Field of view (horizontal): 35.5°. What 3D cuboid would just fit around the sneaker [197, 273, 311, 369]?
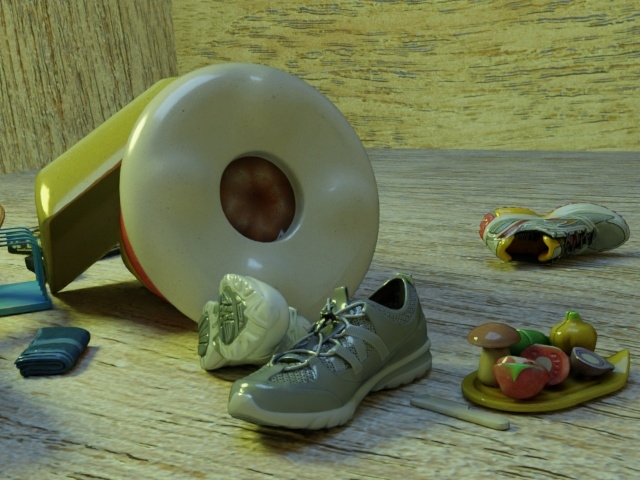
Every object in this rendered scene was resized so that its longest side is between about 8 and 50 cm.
[{"bbox_3d":[-0.057,0.087,1.058,0.115,0.090,0.232,3,-11,-17],"label":"sneaker"}]

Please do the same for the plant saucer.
[{"bbox_3d":[-0.298,-0.095,1.478,0.333,0.081,0.333,-42,-6,-23],"label":"plant saucer"}]

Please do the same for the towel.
[{"bbox_3d":[-0.317,0.130,1.194,0.067,0.029,0.119,-3,10,-1],"label":"towel"}]

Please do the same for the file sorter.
[{"bbox_3d":[-0.478,0.044,1.505,0.118,0.104,0.170,-7,11,-19],"label":"file sorter"}]

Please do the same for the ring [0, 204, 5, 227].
[{"bbox_3d":[-0.582,0.051,1.383,0.337,0.032,0.336,-23,26,12],"label":"ring"}]

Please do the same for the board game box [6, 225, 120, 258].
[{"bbox_3d":[-0.459,-0.004,1.917,0.243,0.042,0.165,4,13,36],"label":"board game box"}]

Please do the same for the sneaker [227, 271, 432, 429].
[{"bbox_3d":[0.007,0.103,0.980,0.105,0.115,0.281,4,13,35],"label":"sneaker"}]

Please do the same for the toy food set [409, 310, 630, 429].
[{"bbox_3d":[0.205,0.113,0.975,0.218,0.071,0.128,-11,13,-33],"label":"toy food set"}]

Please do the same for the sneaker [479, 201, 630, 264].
[{"bbox_3d":[0.361,0.002,1.525,0.225,0.088,0.092,-5,31,-3],"label":"sneaker"}]

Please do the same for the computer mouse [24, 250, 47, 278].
[{"bbox_3d":[-0.474,0.040,1.733,0.071,0.041,0.242,-9,5,-16],"label":"computer mouse"}]

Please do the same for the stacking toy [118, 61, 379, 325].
[{"bbox_3d":[-0.176,-0.014,1.396,0.351,0.350,0.480,-11,-5,-32],"label":"stacking toy"}]
